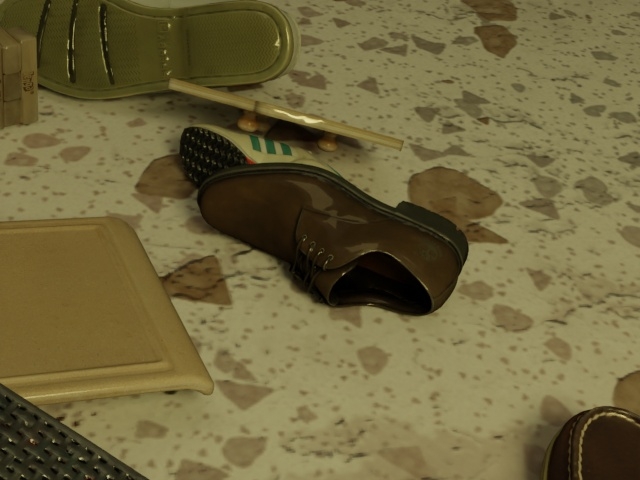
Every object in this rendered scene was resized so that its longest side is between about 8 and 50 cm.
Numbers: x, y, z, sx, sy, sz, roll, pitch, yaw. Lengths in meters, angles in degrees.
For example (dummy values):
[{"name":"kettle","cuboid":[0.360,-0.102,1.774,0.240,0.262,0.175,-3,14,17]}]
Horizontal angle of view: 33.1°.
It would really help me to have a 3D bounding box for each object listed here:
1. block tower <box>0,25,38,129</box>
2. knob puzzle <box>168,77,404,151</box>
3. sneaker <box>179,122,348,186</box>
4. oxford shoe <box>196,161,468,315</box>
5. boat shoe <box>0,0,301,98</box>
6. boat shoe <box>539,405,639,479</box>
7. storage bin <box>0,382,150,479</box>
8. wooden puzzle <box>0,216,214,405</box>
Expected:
[{"name":"block tower","cuboid":[-0.414,-0.117,0.921,0.335,0.091,0.097,-22,47,-35]},{"name":"knob puzzle","cuboid":[-0.019,-0.103,0.983,0.213,0.030,0.213,15,6,-2]},{"name":"sneaker","cuboid":[-0.049,-0.063,0.967,0.161,0.057,0.075,22,21,20]},{"name":"oxford shoe","cuboid":[0.000,0.000,0.862,0.227,0.082,0.096,16,42,11]},{"name":"boat shoe","cuboid":[-0.169,-0.194,1.074,0.302,0.113,0.103,7,9,9]},{"name":"boat shoe","cuboid":[0.206,0.206,0.596,0.123,0.123,0.342,6,37,-4]},{"name":"storage bin","cuboid":[-0.154,0.162,0.553,0.180,0.122,0.084,31,40,4]},{"name":"wooden puzzle","cuboid":[-0.216,0.051,0.756,0.239,0.044,0.221,1,30,-28]}]
